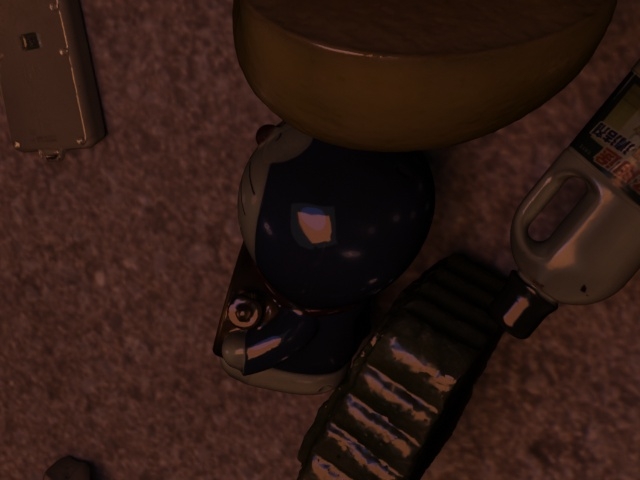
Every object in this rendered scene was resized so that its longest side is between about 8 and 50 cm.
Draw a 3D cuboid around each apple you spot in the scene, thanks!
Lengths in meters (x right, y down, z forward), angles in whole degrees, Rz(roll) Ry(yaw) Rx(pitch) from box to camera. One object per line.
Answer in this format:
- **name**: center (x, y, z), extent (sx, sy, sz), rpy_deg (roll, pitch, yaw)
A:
- **apple**: center (0.066, -0.199, 1.312), extent (0.258, 0.233, 0.295), rpy_deg (-2, 74, -5)

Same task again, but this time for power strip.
- **power strip**: center (-0.237, -0.161, 1.571), extent (0.081, 0.035, 0.192), rpy_deg (-3, 108, 24)

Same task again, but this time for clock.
- **clock**: center (0.000, 0.000, 1.446), extent (0.146, 0.199, 0.243), rpy_deg (22, 140, 0)

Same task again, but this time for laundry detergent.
- **laundry detergent**: center (0.206, -0.022, 1.386), extent (0.099, 0.070, 0.225), rpy_deg (38, 100, -6)

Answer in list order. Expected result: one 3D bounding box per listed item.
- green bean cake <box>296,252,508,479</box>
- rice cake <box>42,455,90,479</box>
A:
- **green bean cake**: center (0.072, 0.113, 1.467), extent (0.094, 0.183, 0.185), rpy_deg (35, 120, 8)
- **rice cake**: center (-0.228, 0.323, 1.743), extent (0.052, 0.057, 0.256), rpy_deg (1, 111, 3)
